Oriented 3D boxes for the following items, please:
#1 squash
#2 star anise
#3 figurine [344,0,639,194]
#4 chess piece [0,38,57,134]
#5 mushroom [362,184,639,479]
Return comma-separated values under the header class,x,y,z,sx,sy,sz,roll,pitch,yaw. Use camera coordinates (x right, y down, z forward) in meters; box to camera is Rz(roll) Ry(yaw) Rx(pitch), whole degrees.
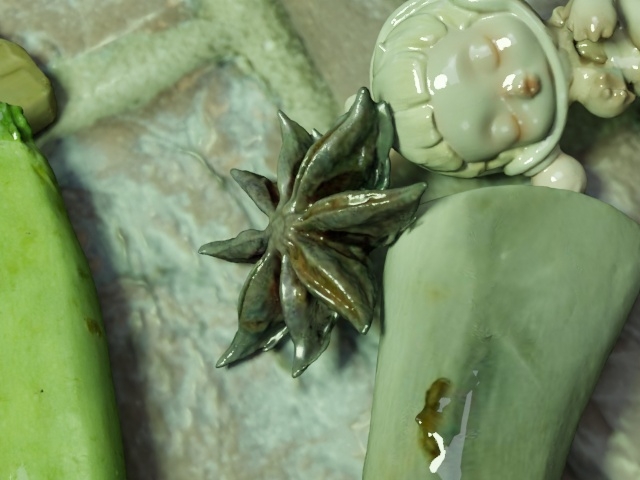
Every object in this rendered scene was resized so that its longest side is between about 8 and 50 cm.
class,x,y,z,sx,sy,sz,roll,pitch,yaw
squash,-0.194,0.085,0.923,0.118,0.118,0.370,-13,66,1
star anise,0.000,0.000,0.924,0.181,0.061,0.204,15,88,50
figurine,0.137,-0.126,0.943,0.257,0.182,0.144,-14,44,4
chess piece,-0.339,-0.064,1.000,0.301,0.137,0.137,-30,69,-19
mushroom,0.107,0.155,0.859,0.177,0.126,0.397,10,68,1
